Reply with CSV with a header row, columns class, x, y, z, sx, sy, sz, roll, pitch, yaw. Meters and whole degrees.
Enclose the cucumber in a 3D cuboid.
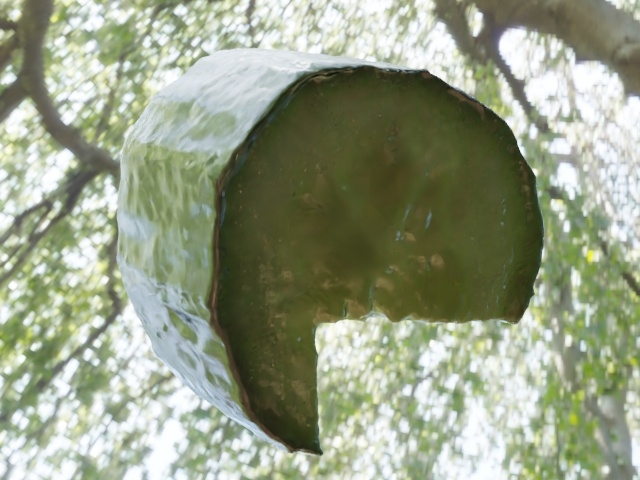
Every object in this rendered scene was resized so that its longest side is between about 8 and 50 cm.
class,x,y,z,sx,sy,sz,roll,pitch,yaw
cucumber,0.001,-0.010,0.623,0.191,0.130,0.191,-7,-74,-26
